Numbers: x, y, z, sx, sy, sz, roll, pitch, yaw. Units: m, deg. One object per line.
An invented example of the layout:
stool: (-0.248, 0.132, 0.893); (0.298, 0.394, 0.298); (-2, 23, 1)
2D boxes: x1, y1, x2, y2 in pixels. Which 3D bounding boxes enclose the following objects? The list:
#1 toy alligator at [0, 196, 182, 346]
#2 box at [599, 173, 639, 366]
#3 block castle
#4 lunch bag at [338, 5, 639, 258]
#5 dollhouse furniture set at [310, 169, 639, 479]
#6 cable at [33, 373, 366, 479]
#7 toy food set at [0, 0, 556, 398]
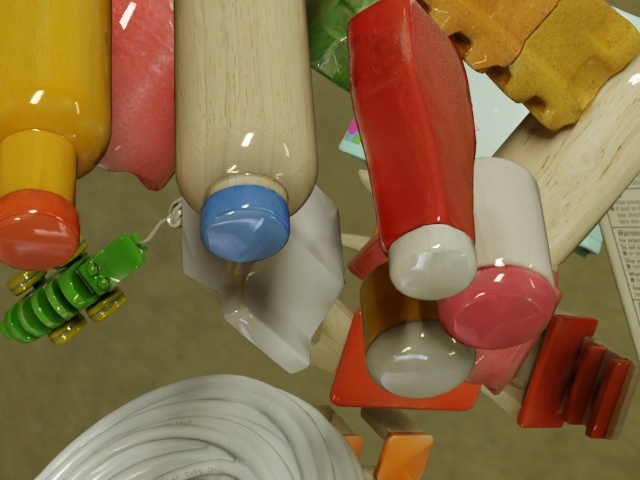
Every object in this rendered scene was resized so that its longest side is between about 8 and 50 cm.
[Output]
toy alligator: (-0.154, 0.026, 1.194); (0.189, 0.051, 0.056); (-31, 101, 27)
box: (0.282, 0.040, 1.136); (0.121, 0.148, 0.311); (-34, 114, -41)
block castle: (-0.078, -0.138, 0.813); (0.213, 0.453, 0.303); (-50, 134, 9)
lunch bag: (0.187, -0.123, 1.670); (0.160, 0.262, 0.223); (26, 87, -59)
dollhouse furniture set: (0.116, 0.097, 1.429); (0.259, 0.135, 0.262); (5, 107, -39)
cable: (-0.078, 0.197, 0.978); (0.257, 0.257, 0.089); (-54, 130, -19)
toy food set: (0.000, 0.000, 0.550); (0.111, 0.104, 0.232); (-24, 136, 22)
